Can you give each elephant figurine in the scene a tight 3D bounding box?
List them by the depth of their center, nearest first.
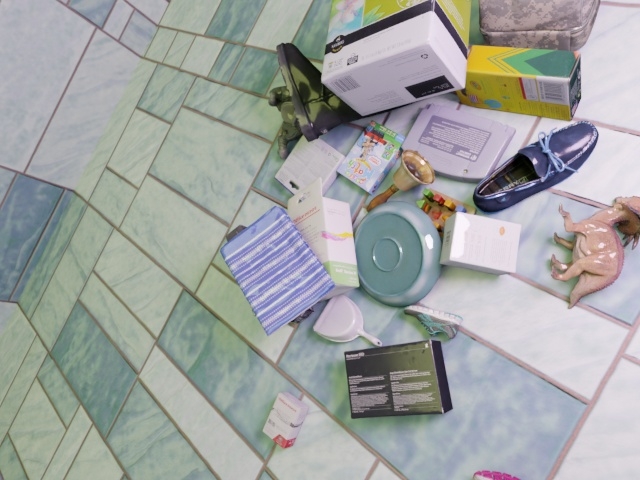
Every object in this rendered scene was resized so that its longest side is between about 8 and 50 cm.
[{"bbox_3d":[-0.095,-0.458,1.595,0.170,0.186,0.239,-13,76,-17],"label":"elephant figurine"}]

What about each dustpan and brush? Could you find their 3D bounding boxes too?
[{"bbox_3d":[0.097,0.267,1.306,0.211,0.060,0.147,24,77,41],"label":"dustpan and brush"}]

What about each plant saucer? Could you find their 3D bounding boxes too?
[{"bbox_3d":[0.205,0.040,1.246,0.318,0.044,0.317,2,92,44],"label":"plant saucer"}]

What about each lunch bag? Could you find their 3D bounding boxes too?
[{"bbox_3d":[0.590,-0.668,1.140,0.305,0.256,0.212,20,88,34],"label":"lunch bag"}]

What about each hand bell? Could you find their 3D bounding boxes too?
[{"bbox_3d":[0.221,-0.155,1.305,0.242,0.126,0.126,-43,55,43],"label":"hand bell"}]

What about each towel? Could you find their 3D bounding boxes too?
[{"bbox_3d":[-0.137,0.075,1.241,0.243,0.040,0.336,-36,61,0],"label":"towel"}]

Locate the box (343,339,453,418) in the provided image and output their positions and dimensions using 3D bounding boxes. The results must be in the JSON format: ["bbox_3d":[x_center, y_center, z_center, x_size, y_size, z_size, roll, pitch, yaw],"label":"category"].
[{"bbox_3d":[0.208,0.383,1.166,0.261,0.103,0.184,-16,71,28],"label":"box"}]

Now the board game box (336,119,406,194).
[{"bbox_3d":[0.173,-0.281,1.421,0.160,0.039,0.211,39,99,34],"label":"board game box"}]

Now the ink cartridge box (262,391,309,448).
[{"bbox_3d":[-0.109,0.566,1.340,0.099,0.056,0.135,24,90,34],"label":"ink cartridge box"}]

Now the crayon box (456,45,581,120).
[{"bbox_3d":[0.520,-0.429,1.147,0.319,0.202,0.081,23,88,34],"label":"crayon box"}]

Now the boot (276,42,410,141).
[{"bbox_3d":[0.108,-0.570,1.406,0.446,0.146,0.366,-20,82,12],"label":"boot"}]

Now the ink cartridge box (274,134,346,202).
[{"bbox_3d":[-0.039,-0.262,1.545,0.224,0.045,0.223,-53,56,10],"label":"ink cartridge box"}]

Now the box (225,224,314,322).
[{"bbox_3d":[-0.165,0.114,1.397,0.077,0.242,0.307,-36,61,18],"label":"box"}]

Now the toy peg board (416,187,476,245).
[{"bbox_3d":[0.335,-0.063,1.231,0.161,0.079,0.161,33,95,35],"label":"toy peg board"}]

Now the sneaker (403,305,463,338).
[{"bbox_3d":[0.305,0.228,1.177,0.167,0.065,0.076,10,86,36],"label":"sneaker"}]

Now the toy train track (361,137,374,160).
[{"bbox_3d":[0.152,-0.306,1.409,0.048,0.014,0.083,8,80,34],"label":"toy train track"}]

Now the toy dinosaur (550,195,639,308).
[{"bbox_3d":[0.655,0.022,0.984,0.201,0.127,0.295,7,86,27],"label":"toy dinosaur"}]

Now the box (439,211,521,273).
[{"bbox_3d":[0.415,0.011,1.105,0.171,0.091,0.130,12,80,0],"label":"box"}]

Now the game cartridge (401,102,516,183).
[{"bbox_3d":[0.400,-0.289,1.273,0.294,0.060,0.196,32,91,35],"label":"game cartridge"}]

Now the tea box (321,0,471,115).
[{"bbox_3d":[0.207,-0.564,1.152,0.329,0.220,0.323,-3,73,40],"label":"tea box"}]

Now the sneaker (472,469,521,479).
[{"bbox_3d":[0.457,0.615,0.940,0.252,0.103,0.111,21,86,35],"label":"sneaker"}]

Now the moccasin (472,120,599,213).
[{"bbox_3d":[0.560,-0.185,1.101,0.342,0.117,0.137,-41,59,16],"label":"moccasin"}]

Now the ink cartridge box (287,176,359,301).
[{"bbox_3d":[0.000,0.000,1.361,0.207,0.119,0.353,-29,59,46],"label":"ink cartridge box"}]
